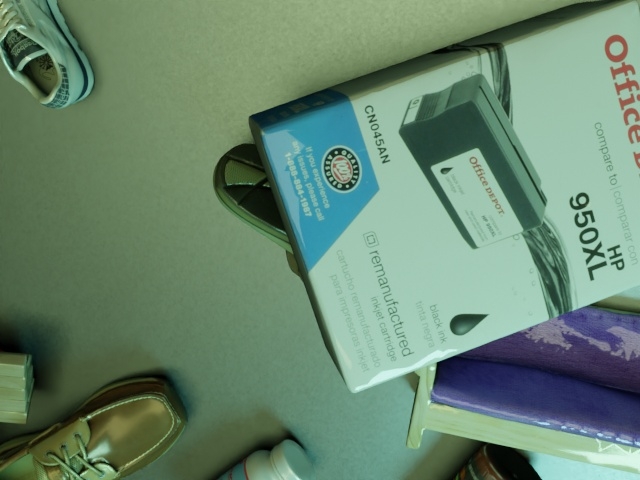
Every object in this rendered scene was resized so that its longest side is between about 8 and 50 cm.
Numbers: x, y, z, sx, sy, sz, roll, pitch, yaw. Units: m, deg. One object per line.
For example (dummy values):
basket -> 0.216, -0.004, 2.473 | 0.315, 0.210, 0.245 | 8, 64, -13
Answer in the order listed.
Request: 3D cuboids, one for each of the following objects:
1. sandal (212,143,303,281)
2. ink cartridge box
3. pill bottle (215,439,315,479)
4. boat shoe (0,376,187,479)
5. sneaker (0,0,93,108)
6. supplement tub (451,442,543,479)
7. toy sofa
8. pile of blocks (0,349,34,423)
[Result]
sandal -> 0.000, -0.002, 1.206 | 0.302, 0.120, 0.086 | 39, 148, -9
ink cartridge box -> 0.158, -0.055, 1.065 | 0.394, 0.166, 0.286 | -20, 102, -4
pill bottle -> -0.086, 0.326, 1.312 | 0.160, 0.087, 0.087 | -39, 96, 17
boat shoe -> -0.321, 0.289, 1.323 | 0.324, 0.120, 0.123 | -30, 99, 16
sneaker -> -0.357, -0.259, 1.191 | 0.090, 0.095, 0.235 | -35, 96, 18
supplement tub -> 0.184, 0.353, 1.264 | 0.106, 0.106, 0.198 | 36, 107, -1
toy sofa -> 0.285, 0.165, 1.172 | 0.362, 0.150, 0.177 | 11, 108, 6
pile of blocks -> -0.535, 0.179, 1.326 | 0.362, 0.113, 0.149 | -14, 127, 6
